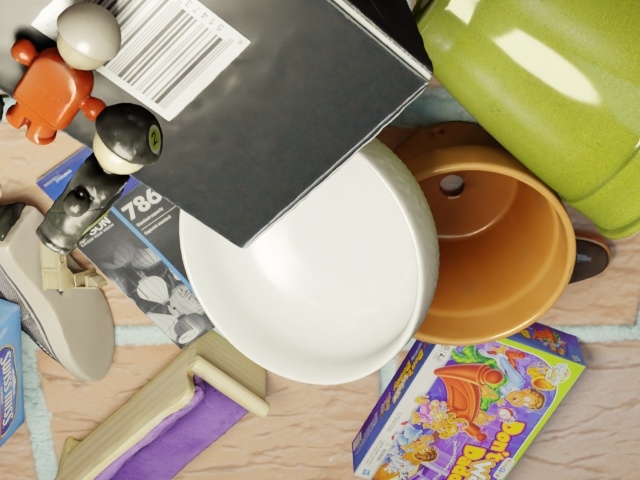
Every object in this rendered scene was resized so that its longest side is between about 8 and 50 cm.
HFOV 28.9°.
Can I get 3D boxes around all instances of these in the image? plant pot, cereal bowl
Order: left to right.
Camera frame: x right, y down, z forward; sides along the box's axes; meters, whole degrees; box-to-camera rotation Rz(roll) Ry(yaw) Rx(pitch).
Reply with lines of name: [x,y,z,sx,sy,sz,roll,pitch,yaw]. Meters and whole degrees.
cereal bowl: [0.000,0.000,1.542,0.339,0.141,0.339,10,111,26]
plant pot: [0.189,-0.029,1.703,0.291,0.203,0.291,0,123,0]
plant pot: [0.300,-0.247,1.506,0.353,0.366,0.366,30,119,-6]

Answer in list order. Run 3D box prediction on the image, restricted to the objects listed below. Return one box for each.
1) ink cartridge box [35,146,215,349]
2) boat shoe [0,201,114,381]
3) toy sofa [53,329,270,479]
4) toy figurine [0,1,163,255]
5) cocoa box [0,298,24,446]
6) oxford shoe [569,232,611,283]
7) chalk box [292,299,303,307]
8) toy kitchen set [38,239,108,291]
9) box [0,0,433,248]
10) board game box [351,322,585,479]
ink cartridge box: [-0.243,-0.001,1.790,0.165,0.065,0.333,-35,117,15]
boat shoe: [-0.434,0.076,1.827,0.158,0.127,0.340,1,134,26]
toy sofa: [-0.252,0.314,1.939,0.150,0.177,0.362,38,114,-23]
toy figurine: [-0.252,-0.111,1.018,0.209,0.213,0.148,13,131,-38]
cocoa box: [-0.622,0.182,1.746,0.347,0.228,0.231,18,125,15]
oxford shoe: [0.297,0.058,1.828,0.271,0.098,0.097,-11,123,6]
chalk box: [-0.043,0.047,1.742,0.132,0.213,0.132,-28,121,17]
toy kitchen set: [-0.342,0.030,1.753,0.068,0.083,0.075,1,99,25]
box: [-0.176,-0.329,1.302,0.480,0.472,0.297,35,117,-30]
board game box: [0.228,0.264,1.977,0.233,0.078,0.347,20,121,-14]
